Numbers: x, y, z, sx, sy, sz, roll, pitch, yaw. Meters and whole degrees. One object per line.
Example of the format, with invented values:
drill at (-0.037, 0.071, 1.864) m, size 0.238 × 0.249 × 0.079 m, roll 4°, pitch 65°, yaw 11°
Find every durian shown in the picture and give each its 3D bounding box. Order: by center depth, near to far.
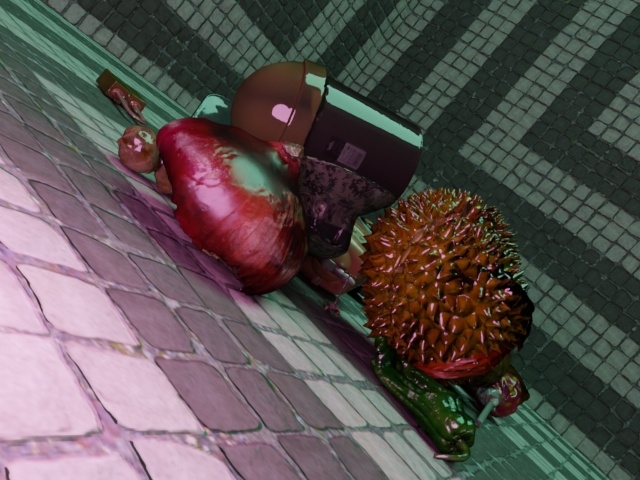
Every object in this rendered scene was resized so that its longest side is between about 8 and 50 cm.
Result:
durian at (0.219, 0.086, 1.056) m, size 0.347 × 0.385 × 0.348 m, roll 5°, pitch 36°, yaw -3°

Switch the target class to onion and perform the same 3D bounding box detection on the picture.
onion at (-0.101, -0.065, 0.813) m, size 0.272 × 0.195 × 0.272 m, roll 56°, pitch -3°, yaw 4°

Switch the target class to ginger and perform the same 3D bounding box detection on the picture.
ginger at (-0.227, -0.120, 0.947) m, size 0.204 × 0.104 × 0.080 m, roll 19°, pitch 31°, yaw -34°

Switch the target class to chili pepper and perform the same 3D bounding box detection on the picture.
chili pepper at (0.151, 0.234, 0.885) m, size 0.100 × 0.074 × 0.257 m, roll 33°, pitch 3°, yaw -38°

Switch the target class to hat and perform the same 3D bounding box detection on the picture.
hat at (-0.007, -0.041, 0.968) m, size 0.265 × 0.129 × 0.265 m, roll 12°, pitch -10°, yaw 2°

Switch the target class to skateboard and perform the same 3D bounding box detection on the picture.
skateboard at (0.034, 0.096, 1.130) m, size 0.032 × 0.083 × 0.064 m, roll 28°, pitch 5°, yaw -16°

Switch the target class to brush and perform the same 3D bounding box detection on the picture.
brush at (-0.462, -0.333, 1.424) m, size 0.103 × 0.047 × 0.233 m, roll 36°, pitch 7°, yaw -44°

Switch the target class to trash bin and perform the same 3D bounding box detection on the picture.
trash bin at (0.000, -0.197, 1.072) m, size 0.333 × 0.214 × 0.214 m, roll 18°, pitch 12°, yaw -19°

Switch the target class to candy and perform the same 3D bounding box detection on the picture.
candy at (0.407, 0.392, 1.416) m, size 0.124 × 0.124 × 0.365 m, roll 42°, pitch 16°, yaw 20°

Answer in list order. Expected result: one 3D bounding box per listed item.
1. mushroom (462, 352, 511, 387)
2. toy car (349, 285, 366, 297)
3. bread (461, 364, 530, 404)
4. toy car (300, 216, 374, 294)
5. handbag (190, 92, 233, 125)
mushroom at (0.337, 0.261, 1.439) m, size 0.252 × 0.154 × 0.253 m, roll 16°, pitch 3°, yaw -1°
toy car at (0.077, 0.032, 1.659) m, size 0.314 × 0.166 × 0.198 m, roll 43°, pitch 8°, yaw 19°
bread at (0.483, 0.389, 1.709) m, size 0.246 × 0.135 × 0.232 m, roll 38°, pitch 5°, yaw -23°
toy car at (0.000, 0.000, 1.296) m, size 0.270 × 0.181 × 0.212 m, roll 41°, pitch 14°, yaw 2°
handbag at (-0.120, -0.140, 1.166) m, size 0.326 × 0.089 × 0.239 m, roll 26°, pitch 43°, yaw -6°
